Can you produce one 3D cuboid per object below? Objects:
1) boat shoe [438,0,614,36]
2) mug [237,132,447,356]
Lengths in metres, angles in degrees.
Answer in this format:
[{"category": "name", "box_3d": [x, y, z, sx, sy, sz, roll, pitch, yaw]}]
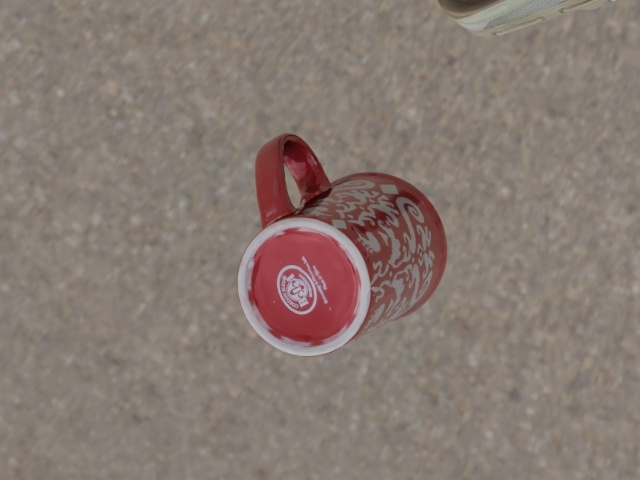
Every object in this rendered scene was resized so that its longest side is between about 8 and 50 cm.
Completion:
[{"category": "boat shoe", "box_3d": [0.272, -0.291, 1.691, 0.302, 0.109, 0.098, -21, 152, 22]}, {"category": "mug", "box_3d": [-0.002, 0.009, 1.123, 0.150, 0.169, 0.113, 30, 107, 10]}]
